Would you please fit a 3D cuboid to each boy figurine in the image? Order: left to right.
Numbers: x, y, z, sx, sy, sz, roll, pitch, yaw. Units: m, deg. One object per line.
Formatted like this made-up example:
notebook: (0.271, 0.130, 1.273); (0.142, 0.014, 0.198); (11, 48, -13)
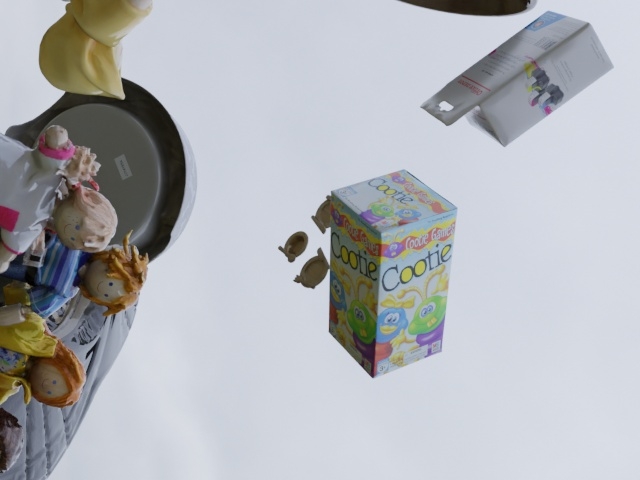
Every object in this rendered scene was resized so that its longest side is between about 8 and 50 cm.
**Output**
boy figurine: (-0.167, -0.238, 0.830); (0.285, 0.092, 0.177); (-58, -148, 28)

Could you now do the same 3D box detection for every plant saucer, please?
plant saucer: (0.165, -0.368, 1.304); (0.278, 0.278, 0.041); (15, -87, 60)

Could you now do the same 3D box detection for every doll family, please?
doll family: (-0.202, 0.027, 0.602); (0.263, 0.163, 0.118); (-62, -171, 21)

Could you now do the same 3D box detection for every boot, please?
boot: (-0.357, 0.095, 0.895); (0.377, 0.284, 0.138); (-70, 169, -57)

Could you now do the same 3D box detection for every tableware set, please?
tableware set: (0.000, 0.000, 1.648); (0.169, 0.020, 0.141); (-48, -139, 4)

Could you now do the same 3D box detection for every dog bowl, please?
dog bowl: (-0.364, -0.100, 1.573); (0.102, 0.349, 0.349); (0, 79, -75)

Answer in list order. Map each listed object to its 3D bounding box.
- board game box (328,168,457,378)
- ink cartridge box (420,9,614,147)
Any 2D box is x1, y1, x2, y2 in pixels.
board game box: (0.107, 0.052, 1.484); (0.144, 0.142, 0.275); (42, -39, 46)
ink cartridge box: (0.209, -0.167, 1.024); (0.061, 0.181, 0.104); (53, 3, -24)
